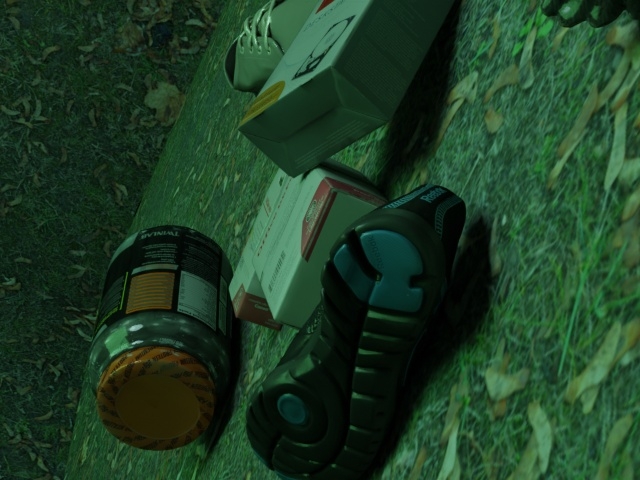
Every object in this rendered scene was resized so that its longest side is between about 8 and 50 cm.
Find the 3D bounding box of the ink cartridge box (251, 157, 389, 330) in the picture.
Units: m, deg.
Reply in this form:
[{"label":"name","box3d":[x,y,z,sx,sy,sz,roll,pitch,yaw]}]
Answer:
[{"label":"ink cartridge box","box3d":[0.000,0.000,1.279,0.159,0.092,0.218,-66,17,11]}]

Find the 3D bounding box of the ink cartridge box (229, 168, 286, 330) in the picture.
[{"label":"ink cartridge box","box3d":[-0.054,0.005,1.514,0.115,0.067,0.198,-116,47,-70]}]

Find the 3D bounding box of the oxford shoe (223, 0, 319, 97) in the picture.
[{"label":"oxford shoe","box3d":[-0.063,-0.331,1.880,0.449,0.130,0.169,-22,48,69]}]

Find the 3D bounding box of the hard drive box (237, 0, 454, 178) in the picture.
[{"label":"hard drive box","box3d":[0.034,-0.202,1.255,0.181,0.089,0.232,-26,28,49]}]

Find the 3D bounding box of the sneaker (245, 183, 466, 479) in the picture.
[{"label":"sneaker","box3d":[0.041,0.098,1.025,0.139,0.125,0.341,-44,-14,-51]}]

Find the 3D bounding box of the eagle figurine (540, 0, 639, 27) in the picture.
[{"label":"eagle figurine","box3d":[0.205,-0.317,0.752,0.298,0.226,0.225,-55,-24,-7]}]

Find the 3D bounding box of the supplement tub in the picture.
[{"label":"supplement tub","box3d":[-0.233,0.141,1.703,0.338,0.207,0.207,-94,28,-58]}]
